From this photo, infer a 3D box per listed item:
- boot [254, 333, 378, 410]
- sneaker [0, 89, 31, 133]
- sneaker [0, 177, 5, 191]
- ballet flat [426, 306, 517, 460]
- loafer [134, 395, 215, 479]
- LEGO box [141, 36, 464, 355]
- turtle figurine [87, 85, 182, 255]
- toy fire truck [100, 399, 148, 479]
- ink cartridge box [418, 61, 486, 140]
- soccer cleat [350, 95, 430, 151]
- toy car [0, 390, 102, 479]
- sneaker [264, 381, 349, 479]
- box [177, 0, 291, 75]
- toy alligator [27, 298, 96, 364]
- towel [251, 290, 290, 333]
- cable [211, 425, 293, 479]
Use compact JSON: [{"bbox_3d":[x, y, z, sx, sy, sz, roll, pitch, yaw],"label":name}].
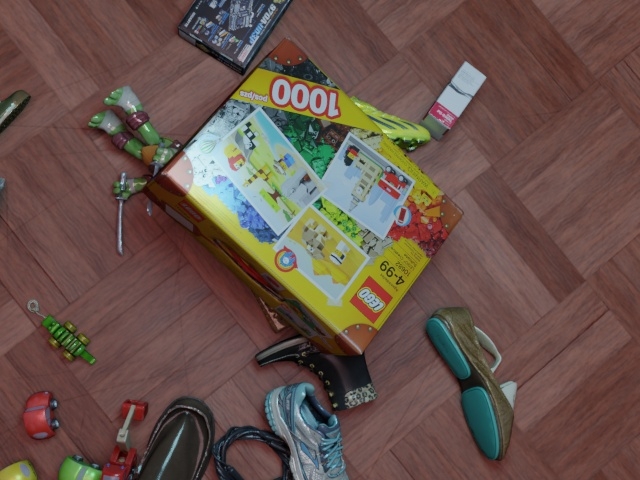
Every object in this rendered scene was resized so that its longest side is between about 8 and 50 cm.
[{"bbox_3d":[-0.004,0.279,1.901,0.236,0.085,0.178,-16,87,-7],"label":"boot"},{"bbox_3d":[-0.705,-0.259,1.901,0.086,0.064,0.192,39,83,-5],"label":"sneaker"},{"bbox_3d":[-0.792,-0.122,1.875,0.281,0.105,0.115,21,51,-1],"label":"sneaker"},{"bbox_3d":[0.347,0.293,1.939,0.124,0.116,0.342,-21,81,-28],"label":"ballet flat"},{"bbox_3d":[-0.310,0.493,1.812,0.134,0.130,0.366,20,80,-4],"label":"loafer"},{"bbox_3d":[-0.029,-0.077,1.773,0.500,0.193,0.372,43,70,-13],"label":"LEGO box"},{"bbox_3d":[-0.381,-0.162,1.860,0.275,0.198,0.266,-39,89,-14],"label":"turtle figurine"},{"bbox_3d":[-0.392,0.414,1.803,0.047,0.192,0.135,9,105,0],"label":"toy fire truck"},{"bbox_3d":[0.291,-0.307,2.000,0.063,0.109,0.150,37,80,0],"label":"ink cartridge box"},{"bbox_3d":[0.103,-0.263,1.984,0.289,0.093,0.121,6,73,-7],"label":"soccer cleat"},{"bbox_3d":[-0.534,0.441,1.803,0.225,0.053,0.239,20,80,14],"label":"toy car"},{"bbox_3d":[-0.005,0.418,1.842,0.110,0.122,0.283,-29,88,-54],"label":"sneaker"},{"bbox_3d":[-0.185,-0.505,2.002,0.175,0.051,0.220,31,80,-2],"label":"box"},{"bbox_3d":[-0.539,0.189,1.867,0.190,0.051,0.056,43,80,0],"label":"toy alligator"},{"bbox_3d":[0.000,0.000,1.964,0.370,0.040,0.271,-29,85,-8],"label":"towel"},{"bbox_3d":[-0.140,0.465,1.877,0.184,0.047,0.150,17,80,-10],"label":"cable"}]
